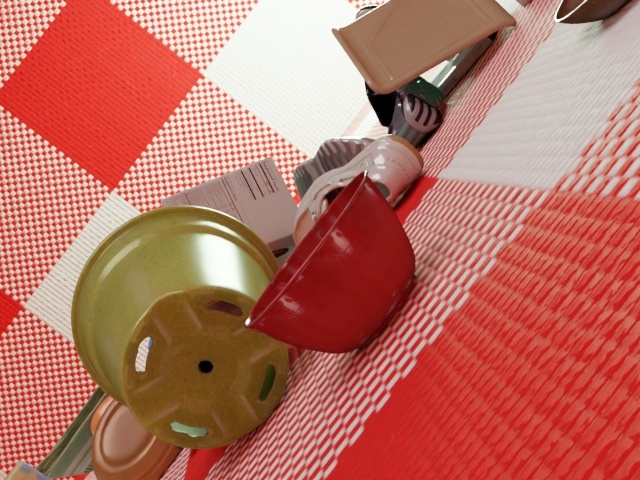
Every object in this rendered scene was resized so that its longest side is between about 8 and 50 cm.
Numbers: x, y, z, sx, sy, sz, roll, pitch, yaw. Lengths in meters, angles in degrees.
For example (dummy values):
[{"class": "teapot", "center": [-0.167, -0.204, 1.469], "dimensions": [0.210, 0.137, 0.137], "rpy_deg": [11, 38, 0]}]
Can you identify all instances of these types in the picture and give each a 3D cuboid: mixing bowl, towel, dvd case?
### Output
[{"class": "mixing bowl", "center": [0.022, 0.037, 1.008], "dimensions": [0.181, 0.098, 0.181], "rpy_deg": [-51, 5, 6]}, {"class": "towel", "center": [-0.365, 0.331, 2.032], "dimensions": [0.248, 0.038, 0.325], "rpy_deg": [-52, -20, 9]}, {"class": "dvd case", "center": [0.214, -0.274, 1.856], "dimensions": [0.253, 0.022, 0.180], "rpy_deg": [-50, 6, 29]}]

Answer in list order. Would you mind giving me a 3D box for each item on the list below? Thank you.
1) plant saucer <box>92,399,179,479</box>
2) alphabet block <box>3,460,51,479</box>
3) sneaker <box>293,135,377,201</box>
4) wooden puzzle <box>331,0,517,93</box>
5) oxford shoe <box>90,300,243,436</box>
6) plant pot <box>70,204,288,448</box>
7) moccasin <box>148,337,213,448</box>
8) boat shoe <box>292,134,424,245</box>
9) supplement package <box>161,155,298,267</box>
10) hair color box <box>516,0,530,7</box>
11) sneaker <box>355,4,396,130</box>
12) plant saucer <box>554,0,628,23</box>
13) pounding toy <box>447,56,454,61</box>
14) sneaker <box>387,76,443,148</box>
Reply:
[{"class": "plant saucer", "center": [-0.291, 0.300, 1.732], "dimensions": [0.200, 0.037, 0.200], "rpy_deg": [-25, 46, 29]}, {"class": "alphabet block", "center": [-0.440, 0.472, 1.593], "dimensions": [0.193, 0.192, 0.197], "rpy_deg": [-49, 7, 48]}, {"class": "sneaker", "center": [0.054, -0.126, 1.793], "dimensions": [0.115, 0.105, 0.281], "rpy_deg": [-23, 7, -24]}, {"class": "wooden puzzle", "center": [0.155, -0.322, 1.693], "dimensions": [0.239, 0.044, 0.221], "rpy_deg": [-26, 39, 0]}, {"class": "oxford shoe", "center": [-0.221, 0.237, 1.862], "dimensions": [0.363, 0.130, 0.133], "rpy_deg": [-48, 35, -7]}, {"class": "plant pot", "center": [-0.148, 0.114, 1.273], "dimensions": [0.276, 0.276, 0.254], "rpy_deg": [-52, 16, 0]}, {"class": "moccasin", "center": [-0.180, 0.196, 1.667], "dimensions": [0.117, 0.138, 0.342], "rpy_deg": [-39, 24, 8]}, {"class": "boat shoe", "center": [0.028, -0.041, 1.483], "dimensions": [0.277, 0.098, 0.096], "rpy_deg": [-44, 9, 51]}, {"class": "supplement package", "center": [-0.149, -0.009, 1.895], "dimensions": [0.203, 0.149, 0.194], "rpy_deg": [-23, -18, -13]}, {"class": "hair color box", "center": [0.323, -0.421, 1.626], "dimensions": [0.141, 0.072, 0.043], "rpy_deg": [-46, 8, 42]}, {"class": "sneaker", "center": [0.113, -0.292, 1.900], "dimensions": [0.084, 0.234, 0.097], "rpy_deg": [-8, 41, 14]}, {"class": "plant saucer", "center": [0.301, -0.277, 1.044], "dimensions": [0.198, 0.036, 0.198], "rpy_deg": [-51, 6, 7]}, {"class": "pounding toy", "center": [0.205, -0.395, 1.854], "dimensions": [0.100, 0.141, 0.130], "rpy_deg": [-45, 8, 51]}, {"class": "sneaker", "center": [0.132, -0.192, 1.695], "dimensions": [0.098, 0.083, 0.223], "rpy_deg": [-57, 5, 22]}]
